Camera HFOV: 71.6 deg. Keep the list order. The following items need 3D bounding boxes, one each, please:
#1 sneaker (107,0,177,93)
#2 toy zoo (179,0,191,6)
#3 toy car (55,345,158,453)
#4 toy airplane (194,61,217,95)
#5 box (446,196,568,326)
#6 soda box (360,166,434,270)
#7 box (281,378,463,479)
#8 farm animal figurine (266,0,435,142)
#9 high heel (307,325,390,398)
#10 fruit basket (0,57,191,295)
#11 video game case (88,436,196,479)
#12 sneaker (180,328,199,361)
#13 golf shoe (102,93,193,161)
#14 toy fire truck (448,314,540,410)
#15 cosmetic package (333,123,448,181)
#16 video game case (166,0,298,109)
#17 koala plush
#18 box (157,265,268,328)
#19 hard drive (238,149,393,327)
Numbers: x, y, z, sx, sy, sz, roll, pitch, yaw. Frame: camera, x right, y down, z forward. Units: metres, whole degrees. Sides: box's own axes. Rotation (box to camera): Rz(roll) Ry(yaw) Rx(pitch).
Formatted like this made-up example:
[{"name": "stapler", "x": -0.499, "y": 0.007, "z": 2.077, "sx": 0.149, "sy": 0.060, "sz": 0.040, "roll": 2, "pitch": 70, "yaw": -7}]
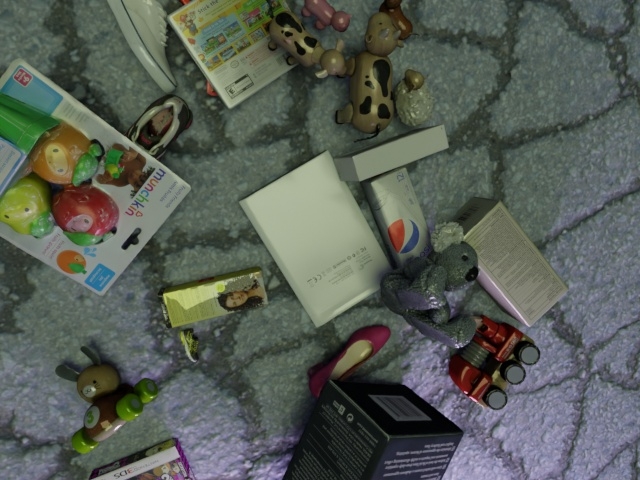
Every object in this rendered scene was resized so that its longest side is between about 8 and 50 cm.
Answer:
[{"name": "sneaker", "x": -0.341, "y": -0.424, "z": 0.873, "sx": 0.091, "sy": 0.094, "sz": 0.257, "roll": -27, "pitch": 104, "yaw": -1}, {"name": "toy zoo", "x": -0.249, "y": -0.591, "z": 0.894, "sx": 0.192, "sy": 0.030, "sz": 0.293, "roll": -41, "pitch": 106, "yaw": -2}, {"name": "toy car", "x": -0.486, "y": 0.325, "z": 0.964, "sx": 0.155, "sy": 0.149, "sz": 0.188, "roll": -37, "pitch": 94, "yaw": 7}, {"name": "toy airplane", "x": -0.192, "y": -0.379, "z": 0.940, "sx": 0.152, "sy": 0.028, "sz": 0.151, "roll": -5, "pitch": 107, "yaw": -16}, {"name": "box", "x": 0.455, "y": 0.052, "z": 1.112, "sx": 0.148, "sy": 0.121, "sz": 0.311, "roll": -43, "pitch": 105, "yaw": -2}, {"name": "soda box", "x": 0.194, "y": -0.029, "z": 1.056, "sx": 0.091, "sy": 0.098, "sz": 0.286, "roll": -25, "pitch": 105, "yaw": -6}, {"name": "box", "x": 0.100, "y": 0.555, "z": 1.033, "sx": 0.294, "sy": 0.212, "sz": 0.394, "roll": 20, "pitch": 95, "yaw": -40}, {"name": "farm animal figurine", "x": 0.079, "y": -0.363, "z": 0.903, "sx": 0.331, "sy": 0.172, "sz": 0.326, "roll": -21, "pitch": 108, "yaw": -16}, {"name": "high heel", "x": 0.078, "y": 0.294, "z": 1.079, "sx": 0.244, "sy": 0.117, "sz": 0.082, "roll": -26, "pitch": 104, "yaw": -6}, {"name": "fruit basket", "x": -0.483, "y": -0.088, "z": 0.825, "sx": 0.353, "sy": 0.165, "sz": 0.327, "roll": 41, "pitch": 106, "yaw": -15}, {"name": "video game case", "x": -0.408, "y": 0.620, "z": 1.076, "sx": 0.211, "sy": 0.042, "sz": 0.231, "roll": -19, "pitch": 104, "yaw": -7}, {"name": "sneaker", "x": -0.299, "y": 0.245, "z": 1.036, "sx": 0.035, "sy": 0.031, "sz": 0.083, "roll": -22, "pitch": 104, "yaw": -8}, {"name": "golf shoe", "x": -0.371, "y": -0.186, "z": 0.899, "sx": 0.105, "sy": 0.120, "sz": 0.272, "roll": 36, "pitch": 93, "yaw": -17}, {"name": "toy fire truck", "x": 0.404, "y": 0.287, "z": 1.142, "sx": 0.247, "sy": 0.158, "sz": 0.217, "roll": 35, "pitch": 92, "yaw": -4}, {"name": "cosmetic package", "x": 0.159, "y": -0.195, "z": 0.995, "sx": 0.239, "sy": 0.099, "sz": 0.060, "roll": -22, "pitch": 104, "yaw": -18}, {"name": "video game case", "x": -0.157, "y": -0.419, "z": 0.913, "sx": 0.227, "sy": 0.026, "sz": 0.206, "roll": -37, "pitch": 112, "yaw": -8}, {"name": "koala plush", "x": 0.260, "y": 0.078, "z": 0.967, "sx": 0.221, "sy": 0.203, "sz": 0.196, "roll": -46, "pitch": 116, "yaw": -20}, {"name": "box", "x": -0.242, "y": 0.127, "z": 1.013, "sx": 0.233, "sy": 0.058, "sz": 0.087, "roll": -14, "pitch": 103, "yaw": -8}, {"name": "hard drive", "x": 0.000, "y": 0.000, "z": 1.046, "sx": 0.233, "sy": 0.047, "sz": 0.352, "roll": -31, "pitch": 105, "yaw": -5}]
